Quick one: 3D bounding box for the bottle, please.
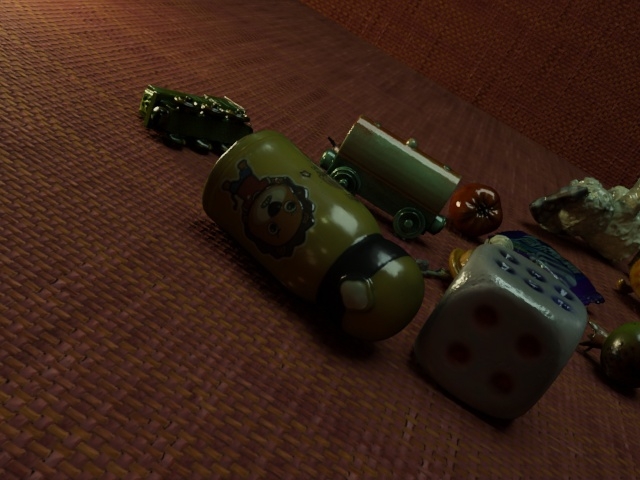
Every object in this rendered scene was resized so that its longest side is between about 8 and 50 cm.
[{"bbox_3d":[0.000,0.000,1.207,0.351,0.171,0.171,41,23,27],"label":"bottle"}]

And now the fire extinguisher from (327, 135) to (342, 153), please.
[{"bbox_3d":[0.064,-0.175,1.875,0.064,0.043,0.158,52,1,-44],"label":"fire extinguisher"}]

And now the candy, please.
[{"bbox_3d":[0.508,0.060,1.904,0.145,0.070,0.275,-5,42,-44],"label":"candy"}]

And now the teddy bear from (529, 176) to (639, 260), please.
[{"bbox_3d":[0.779,-0.130,2.377,0.362,0.327,0.375,41,57,-19],"label":"teddy bear"}]

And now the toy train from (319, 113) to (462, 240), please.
[{"bbox_3d":[0.143,-0.128,1.685,0.285,0.177,0.116,33,21,4],"label":"toy train"}]

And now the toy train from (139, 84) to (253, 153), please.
[{"bbox_3d":[-0.230,-0.226,1.543,0.225,0.090,0.137,6,25,-48],"label":"toy train"}]

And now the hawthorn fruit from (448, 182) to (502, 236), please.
[{"bbox_3d":[0.347,-0.064,1.915,0.125,0.140,0.125,16,63,-33],"label":"hawthorn fruit"}]

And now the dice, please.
[{"bbox_3d":[0.262,0.131,1.233,0.193,0.192,0.194,33,22,11],"label":"dice"}]

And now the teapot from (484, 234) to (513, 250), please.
[{"bbox_3d":[0.386,0.025,1.836,0.067,0.057,0.083,36,26,2],"label":"teapot"}]

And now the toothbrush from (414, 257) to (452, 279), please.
[{"bbox_3d":[0.253,0.063,1.614,0.294,0.028,0.026,12,28,-51],"label":"toothbrush"}]

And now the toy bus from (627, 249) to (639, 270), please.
[{"bbox_3d":[0.928,0.117,2.276,0.092,0.106,0.268,22,23,-13],"label":"toy bus"}]

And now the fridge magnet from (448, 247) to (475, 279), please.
[{"bbox_3d":[0.295,0.072,1.573,0.143,0.063,0.143,37,30,-26],"label":"fridge magnet"}]

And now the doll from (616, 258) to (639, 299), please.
[{"bbox_3d":[0.875,0.138,2.066,0.166,0.162,0.270,-12,40,-12],"label":"doll"}]

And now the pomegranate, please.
[{"bbox_3d":[0.566,0.208,1.572,0.159,0.129,0.129,15,17,17],"label":"pomegranate"}]
